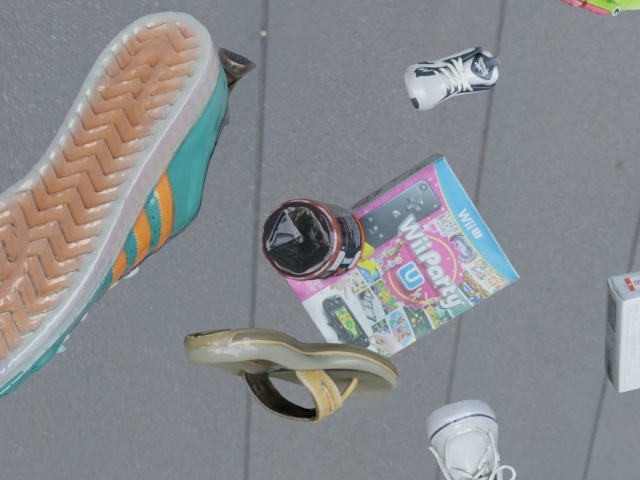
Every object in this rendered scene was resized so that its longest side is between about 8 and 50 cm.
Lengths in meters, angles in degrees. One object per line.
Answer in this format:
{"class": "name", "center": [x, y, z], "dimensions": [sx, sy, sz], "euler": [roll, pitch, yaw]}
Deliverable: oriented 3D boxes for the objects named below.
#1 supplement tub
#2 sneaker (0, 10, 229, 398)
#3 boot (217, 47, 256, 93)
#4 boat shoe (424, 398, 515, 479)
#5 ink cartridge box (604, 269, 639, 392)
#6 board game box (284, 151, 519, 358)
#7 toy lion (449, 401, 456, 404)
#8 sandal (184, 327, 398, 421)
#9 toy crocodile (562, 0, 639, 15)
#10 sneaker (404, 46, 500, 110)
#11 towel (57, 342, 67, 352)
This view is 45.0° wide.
{"class": "supplement tub", "center": [0.000, 0.000, 1.045], "dimensions": [0.106, 0.106, 0.198], "euler": [-64, 164, 7]}
{"class": "sneaker", "center": [-0.153, -0.010, 0.549], "dimensions": [0.302, 0.108, 0.121], "euler": [-57, 158, -13]}
{"class": "boot", "center": [-0.183, -0.318, 1.531], "dimensions": [0.082, 0.219, 0.106], "euler": [20, 102, -13]}
{"class": "boat shoe", "center": [0.287, 0.427, 1.449], "dimensions": [0.135, 0.157, 0.367], "euler": [-18, 144, 3]}
{"class": "ink cartridge box", "center": [0.384, 0.077, 0.790], "dimensions": [0.179, 0.045, 0.146], "euler": [-16, 130, 1]}
{"class": "board game box", "center": [0.117, 0.037, 1.209], "dimensions": [0.303, 0.097, 0.224], "euler": [-33, 96, 8]}
{"class": "toy lion", "center": [0.309, 0.420, 1.735], "dimensions": [0.096, 0.100, 0.034], "euler": [-63, 147, -9]}
{"class": "sandal", "center": [-0.016, 0.092, 0.501], "dimensions": [0.180, 0.072, 0.049], "euler": [22, 60, -49]}
{"class": "toy crocodile", "center": [0.368, -0.385, 1.119], "dimensions": [0.340, 0.115, 0.105], "euler": [3, 123, -41]}
{"class": "sneaker", "center": [0.266, -0.323, 1.501], "dimensions": [0.235, 0.153, 0.094], "euler": [-23, 95, -58]}
{"class": "towel", "center": [-0.664, 0.138, 1.387], "dimensions": [0.320, 0.090, 0.374], "euler": [-5, 153, 1]}
